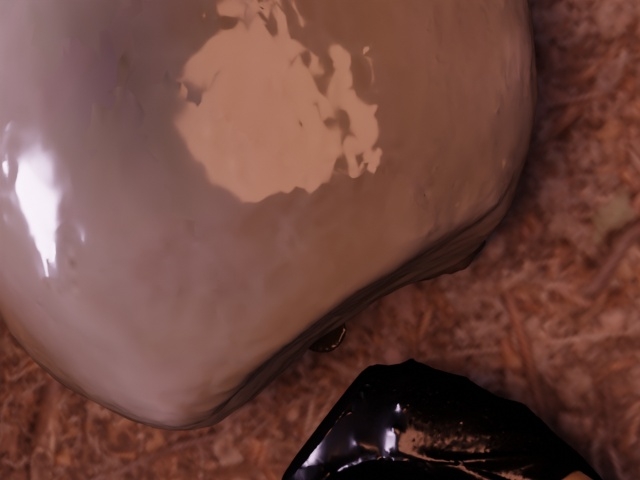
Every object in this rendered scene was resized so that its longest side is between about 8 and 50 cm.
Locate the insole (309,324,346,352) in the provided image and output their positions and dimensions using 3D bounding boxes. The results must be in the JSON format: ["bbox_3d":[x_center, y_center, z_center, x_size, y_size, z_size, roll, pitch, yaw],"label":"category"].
[{"bbox_3d":[0.000,0.000,0.862,0.045,0.002,0.135,2,92,29],"label":"insole"}]

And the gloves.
[{"bbox_3d":[0.087,0.153,0.755,0.203,0.124,0.164,37,131,2],"label":"gloves"}]

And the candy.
[{"bbox_3d":[-0.077,-0.119,0.810,0.386,0.186,0.427,-23,74,30],"label":"candy"}]
